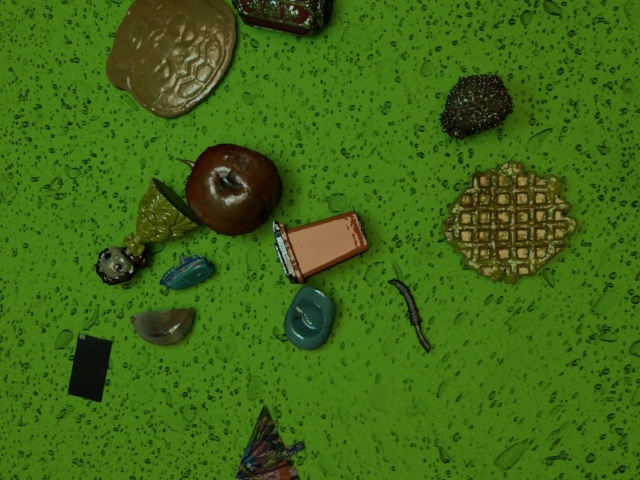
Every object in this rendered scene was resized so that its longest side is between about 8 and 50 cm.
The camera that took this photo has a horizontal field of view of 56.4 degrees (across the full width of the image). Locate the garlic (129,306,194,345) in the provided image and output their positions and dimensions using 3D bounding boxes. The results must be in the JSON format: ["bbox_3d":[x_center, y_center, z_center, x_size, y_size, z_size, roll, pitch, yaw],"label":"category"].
[{"bbox_3d":[-0.454,0.253,1.725,0.196,0.087,0.101,-9,74,13],"label":"garlic"}]

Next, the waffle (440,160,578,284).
[{"bbox_3d":[0.490,-0.053,1.563,0.302,0.068,0.325,44,95,8],"label":"waffle"}]

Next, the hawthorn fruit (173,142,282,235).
[{"bbox_3d":[-0.232,-0.140,1.615,0.258,0.258,0.262,-53,53,6],"label":"hawthorn fruit"}]

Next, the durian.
[{"bbox_3d":[0.387,-0.331,1.522,0.196,0.196,0.167,-39,75,7],"label":"durian"}]

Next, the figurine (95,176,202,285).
[{"bbox_3d":[-0.512,0.001,1.693,0.315,0.168,0.187,-45,109,5],"label":"figurine"}]

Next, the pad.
[{"bbox_3d":[-0.697,0.384,1.804,0.116,0.004,0.193,11,91,11],"label":"pad"}]

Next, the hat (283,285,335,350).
[{"bbox_3d":[-0.022,0.208,1.651,0.138,0.078,0.190,30,113,18],"label":"hat"}]

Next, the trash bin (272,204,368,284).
[{"bbox_3d":[0.000,0.000,1.614,0.239,0.161,0.184,-22,85,2],"label":"trash bin"}]

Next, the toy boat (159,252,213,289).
[{"bbox_3d":[-0.394,0.081,1.726,0.175,0.091,0.110,-28,50,12],"label":"toy boat"}]

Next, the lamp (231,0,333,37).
[{"bbox_3d":[-0.103,-0.658,1.636,0.274,0.177,0.177,13,91,10],"label":"lamp"}]

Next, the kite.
[{"bbox_3d":[-0.143,0.636,1.691,0.234,0.016,0.321,-27,84,8],"label":"kite"}]

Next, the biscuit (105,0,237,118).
[{"bbox_3d":[-0.434,-0.562,1.746,0.365,0.062,0.385,33,95,10],"label":"biscuit"}]

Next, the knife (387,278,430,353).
[{"bbox_3d":[0.252,0.199,1.624,0.046,0.021,0.222,-28,80,8],"label":"knife"}]
